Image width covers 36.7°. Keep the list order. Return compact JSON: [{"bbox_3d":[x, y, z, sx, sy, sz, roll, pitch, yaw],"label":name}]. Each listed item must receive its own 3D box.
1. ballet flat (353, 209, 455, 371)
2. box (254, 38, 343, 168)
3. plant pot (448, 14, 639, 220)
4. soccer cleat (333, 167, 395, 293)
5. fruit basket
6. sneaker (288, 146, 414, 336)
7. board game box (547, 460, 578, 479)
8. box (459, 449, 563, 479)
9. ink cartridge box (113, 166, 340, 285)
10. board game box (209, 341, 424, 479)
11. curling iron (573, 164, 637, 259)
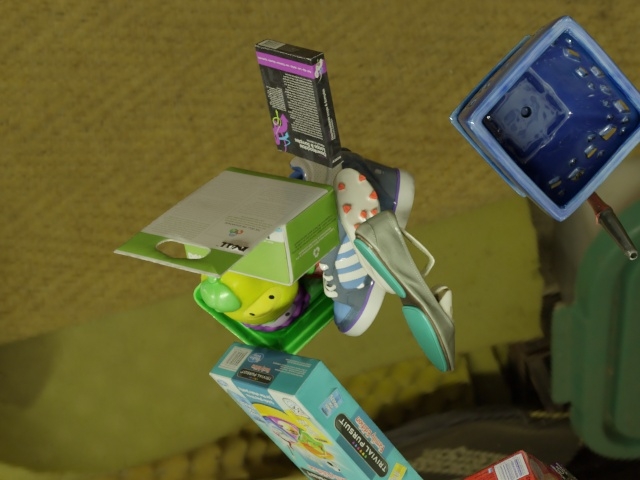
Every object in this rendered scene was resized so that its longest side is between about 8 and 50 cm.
[{"bbox_3d":[0.118,0.058,1.133,0.068,0.072,0.213,-37,106,-13],"label":"ballet flat"},{"bbox_3d":[-0.028,-0.184,1.301,0.029,0.116,0.162,-32,128,-31],"label":"box"},{"bbox_3d":[0.363,-0.202,1.584,0.236,0.212,0.236,43,92,-12],"label":"plant pot"},{"bbox_3d":[0.067,-0.010,1.407,0.068,0.196,0.076,-24,175,-18],"label":"soccer cleat"},{"bbox_3d":[-0.078,0.072,1.869,0.283,0.392,0.392,40,115,-10],"label":"fruit basket"},{"bbox_3d":[0.000,0.000,1.586,0.236,0.130,0.323,11,118,-14],"label":"sneaker"},{"bbox_3d":[0.420,0.529,1.564,0.208,0.347,0.056,-30,132,-15],"label":"board game box"},{"bbox_3d":[0.181,0.375,1.163,0.256,0.128,0.122,-33,138,19],"label":"box"},{"bbox_3d":[-0.121,0.005,1.304,0.188,0.255,0.097,12,125,32],"label":"ink cartridge box"},{"bbox_3d":[-0.004,0.323,1.647,0.079,0.253,0.336,-51,119,-24],"label":"board game box"},{"bbox_3d":[0.474,-0.051,1.638,0.035,0.274,0.068,-38,123,19],"label":"curling iron"}]
